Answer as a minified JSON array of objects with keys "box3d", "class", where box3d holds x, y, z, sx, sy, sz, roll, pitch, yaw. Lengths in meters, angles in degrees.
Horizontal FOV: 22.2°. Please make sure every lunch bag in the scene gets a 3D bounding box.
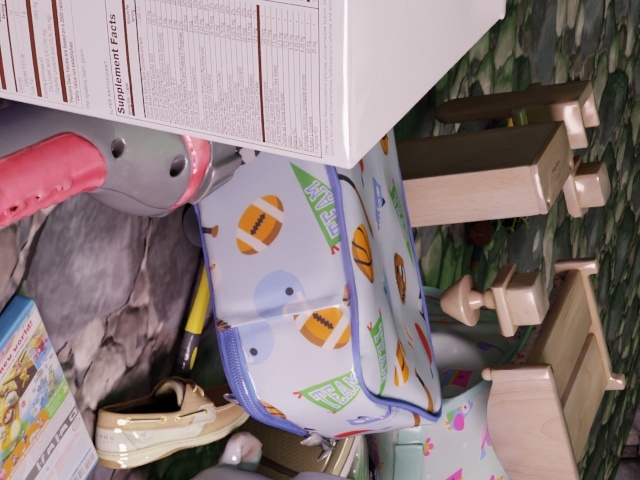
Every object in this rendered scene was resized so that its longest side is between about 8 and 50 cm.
[{"box3d":[0.000,0.000,1.149,0.243,0.115,0.303,31,49,-68],"class":"lunch bag"},{"box3d":[0.107,0.196,1.567,0.262,0.160,0.223,-47,145,-59],"class":"lunch bag"}]

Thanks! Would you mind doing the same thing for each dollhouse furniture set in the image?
[{"box3d":[0.171,0.074,1.499,0.303,0.173,0.356,-51,131,-55],"class":"dollhouse furniture set"}]

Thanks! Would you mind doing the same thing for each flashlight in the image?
[{"box3d":[-0.153,-0.030,0.907,0.304,0.103,0.103,-37,138,-58],"class":"flashlight"}]

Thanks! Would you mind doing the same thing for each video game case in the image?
[{"box3d":[-0.192,0.131,1.015,0.119,0.015,0.166,-59,152,-35],"class":"video game case"}]

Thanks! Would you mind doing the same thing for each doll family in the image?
[{"box3d":[0.200,-0.059,1.743,0.111,0.076,0.193,-31,128,-85],"class":"doll family"}]

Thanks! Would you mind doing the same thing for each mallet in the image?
[{"box3d":[-0.095,0.058,1.181,0.062,0.039,0.190,22,86,-68],"class":"mallet"}]

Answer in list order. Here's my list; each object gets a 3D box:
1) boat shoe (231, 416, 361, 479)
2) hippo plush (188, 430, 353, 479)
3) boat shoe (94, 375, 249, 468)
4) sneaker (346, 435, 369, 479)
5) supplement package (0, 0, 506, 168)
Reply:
[{"box3d":[0.009,0.091,1.335,0.103,0.113,0.302,13,90,-62],"class":"boat shoe"},{"box3d":[-0.015,0.242,1.190,0.234,0.294,0.237,-54,137,-44],"class":"hippo plush"},{"box3d":[-0.101,0.120,1.148,0.135,0.050,0.045,-19,113,-45],"class":"boat shoe"},{"box3d":[0.005,0.261,1.458,0.115,0.090,0.232,16,89,-71],"class":"sneaker"},{"box3d":[-0.037,-0.154,0.766,0.194,0.203,0.149,-46,142,-52],"class":"supplement package"}]
